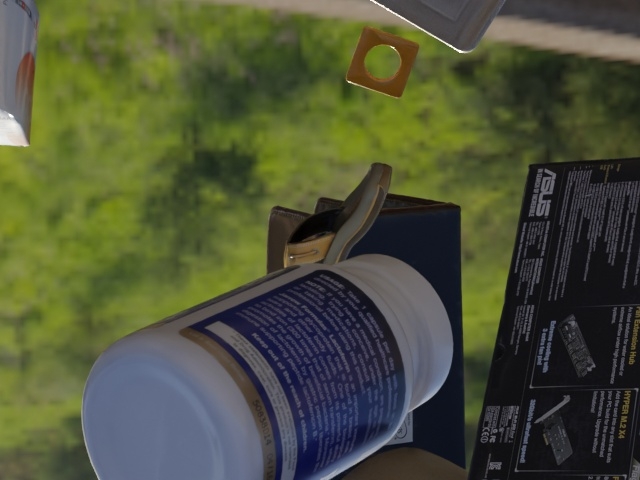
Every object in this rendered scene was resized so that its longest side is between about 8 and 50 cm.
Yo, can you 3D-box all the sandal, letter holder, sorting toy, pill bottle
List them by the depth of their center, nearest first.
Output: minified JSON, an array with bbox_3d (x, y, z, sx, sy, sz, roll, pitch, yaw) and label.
[{"bbox_3d":[-0.029,0.102,1.286,0.153,0.153,0.265,-12,-173,41],"label":"pill bottle"},{"bbox_3d":[0.000,0.000,1.524,0.049,0.072,0.180,26,120,-13],"label":"sandal"},{"bbox_3d":[0.023,0.109,1.762,0.152,0.302,0.214,-6,-171,-26],"label":"letter holder"},{"bbox_3d":[0.117,-0.316,1.875,0.196,0.347,0.047,30,-164,-8],"label":"sorting toy"}]

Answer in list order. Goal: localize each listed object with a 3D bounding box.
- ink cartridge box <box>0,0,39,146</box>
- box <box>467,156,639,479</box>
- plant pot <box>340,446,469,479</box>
[{"bbox_3d":[-0.299,-0.187,1.708,0.045,0.145,0.179,3,162,-3],"label":"ink cartridge box"},{"bbox_3d":[0.225,0.083,1.090,0.242,0.307,0.076,-3,142,24],"label":"box"},{"bbox_3d":[0.100,0.307,1.248,0.191,0.284,0.284,17,-179,32],"label":"plant pot"}]
